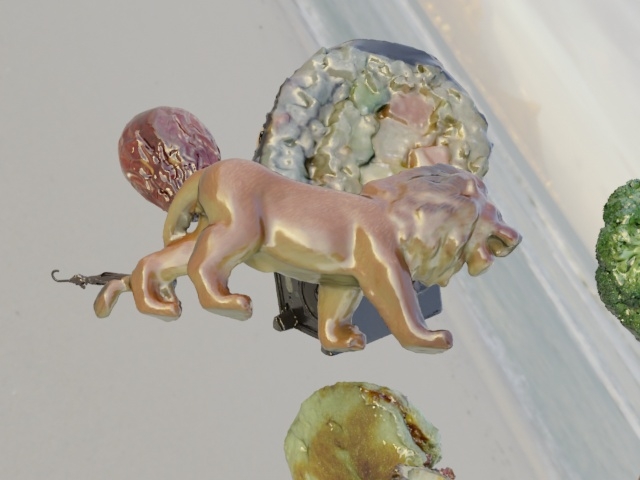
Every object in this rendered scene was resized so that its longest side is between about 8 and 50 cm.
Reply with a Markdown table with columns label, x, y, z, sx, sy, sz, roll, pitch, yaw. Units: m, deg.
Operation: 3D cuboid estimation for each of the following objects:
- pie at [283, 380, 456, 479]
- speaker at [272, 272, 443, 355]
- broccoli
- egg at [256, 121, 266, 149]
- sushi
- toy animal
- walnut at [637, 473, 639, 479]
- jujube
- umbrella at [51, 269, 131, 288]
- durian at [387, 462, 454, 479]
| label | x | y | z | sx | sy | sz | roll | pitch | yaw |
| --- | --- | --- | --- | --- | --- | --- | --- | --- | --- |
| pie | 0.067 | 0.350 | 1.434 | 0.257 | 0.274 | 0.105 | 58 | 28 | 1 |
| speaker | 0.056 | 0.074 | 1.630 | 0.232 | 0.254 | 0.184 | 16 | -60 | 55 |
| broccoli | 0.503 | 0.023 | 1.177 | 0.270 | 0.270 | 0.270 | 57 | -17 | 6 |
| egg | -0.002 | -0.164 | 1.618 | 0.244 | 0.201 | 0.201 | 5 | 45 | -34 |
| sushi | 0.054 | -0.092 | 1.285 | 0.285 | 0.328 | 0.329 | 123 | -24 | -69 |
| toy animal | 0.000 | 0.000 | 0.659 | 0.097 | 0.312 | 0.157 | 119 | -20 | -70 |
| walnut | 0.252 | 0.159 | 0.415 | 0.245 | 0.198 | 0.198 | 13 | 34 | -24 |
| jujube | -0.244 | -0.122 | 1.477 | 0.168 | 0.168 | 0.236 | 37 | 15 | -53 |
| umbrella | -0.246 | 0.043 | 0.979 | 0.013 | 0.122 | 0.022 | -57 | 143 | -55 |
| durian | 0.082 | 0.206 | 0.618 | 0.140 | 0.071 | 0.110 | 34 | -5 | -37 |
